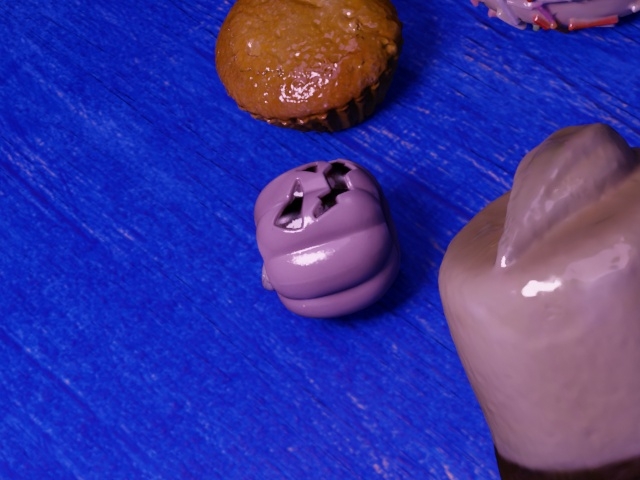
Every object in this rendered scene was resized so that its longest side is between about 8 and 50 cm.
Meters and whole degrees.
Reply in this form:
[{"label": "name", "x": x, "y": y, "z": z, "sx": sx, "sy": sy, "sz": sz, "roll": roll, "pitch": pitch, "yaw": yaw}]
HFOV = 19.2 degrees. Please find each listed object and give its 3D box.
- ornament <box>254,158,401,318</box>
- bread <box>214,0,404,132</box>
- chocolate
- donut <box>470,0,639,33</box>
[{"label": "ornament", "x": 0.000, "y": 0.000, "z": 2.070, "sx": 0.177, "sy": 0.177, "sz": 0.177, "roll": -11, "pitch": 50, "yaw": 13}, {"label": "bread", "x": -0.010, "y": -0.224, "z": 2.277, "sx": 0.240, "sy": 0.139, "sz": 0.240, "roll": -11, "pitch": 50, "yaw": 13}, {"label": "chocolate", "x": 0.262, "y": 0.063, "z": 1.791, "sx": 0.314, "sy": 0.297, "sz": 0.326, "roll": -25, "pitch": 30, "yaw": 14}, {"label": "donut", "x": 0.317, "y": -0.403, "z": 2.298, "sx": 0.382, "sy": 0.142, "sz": 0.383, "roll": -11, "pitch": 49, "yaw": 13}]
